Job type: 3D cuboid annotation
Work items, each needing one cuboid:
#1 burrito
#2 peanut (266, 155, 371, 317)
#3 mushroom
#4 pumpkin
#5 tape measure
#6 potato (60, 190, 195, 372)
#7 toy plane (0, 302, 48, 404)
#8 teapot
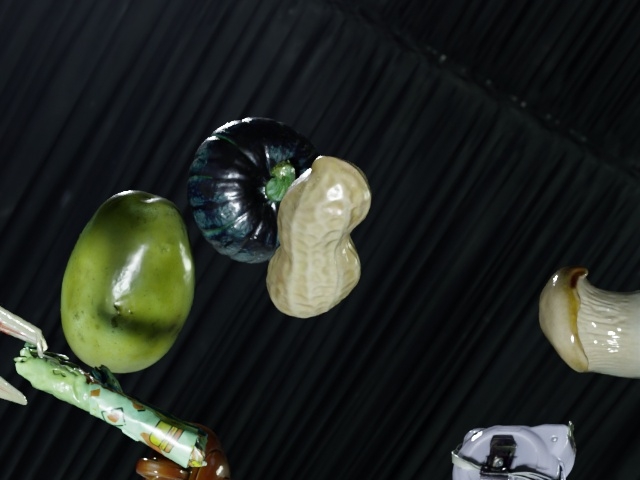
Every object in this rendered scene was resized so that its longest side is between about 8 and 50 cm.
[{"bbox_3d":[-0.268,0.213,1.451,0.288,0.054,0.104,26,6,3],"label":"burrito"},{"bbox_3d":[0.000,0.000,1.559,0.136,0.298,0.120,17,44,4],"label":"peanut"},{"bbox_3d":[0.368,0.078,1.003,0.329,0.122,0.159,-1,-19,13],"label":"mushroom"},{"bbox_3d":[-0.093,-0.085,1.817,0.248,0.248,0.248,30,15,-9],"label":"pumpkin"},{"bbox_3d":[0.301,0.368,1.726,0.178,0.196,0.105,-77,151,-44],"label":"tape measure"},{"bbox_3d":[-0.313,0.071,1.797,0.216,0.304,0.216,16,7,-2],"label":"potato"},{"bbox_3d":[-0.401,0.071,1.140,0.242,0.256,0.104,-4,22,24],"label":"toy plane"},{"bbox_3d":[-0.207,0.379,1.747,0.135,0.178,0.252,3,-18,20],"label":"teapot"}]
